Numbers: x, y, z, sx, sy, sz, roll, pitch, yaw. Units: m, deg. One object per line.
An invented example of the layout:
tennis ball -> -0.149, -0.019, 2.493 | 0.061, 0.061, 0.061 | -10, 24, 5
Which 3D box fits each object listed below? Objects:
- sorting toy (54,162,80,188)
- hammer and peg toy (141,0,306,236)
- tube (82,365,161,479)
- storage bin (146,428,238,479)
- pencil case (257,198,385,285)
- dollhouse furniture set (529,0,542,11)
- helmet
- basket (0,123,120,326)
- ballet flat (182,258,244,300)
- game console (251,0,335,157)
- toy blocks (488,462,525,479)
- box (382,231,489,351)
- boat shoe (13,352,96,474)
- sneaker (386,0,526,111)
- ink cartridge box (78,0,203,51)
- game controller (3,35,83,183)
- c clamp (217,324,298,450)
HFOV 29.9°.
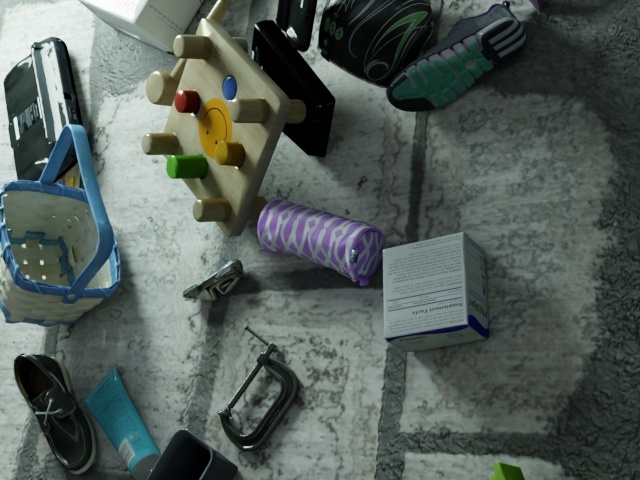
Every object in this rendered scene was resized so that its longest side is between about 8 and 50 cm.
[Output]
sorting toy -> -0.457, -0.124, 2.159 | 0.062, 0.012, 0.083 | -16, 62, 27
hammer and peg toy -> -0.182, -0.214, 1.889 | 0.361, 0.127, 0.266 | 50, 130, 36
tube -> -0.309, 0.286, 1.868 | 0.080, 0.052, 0.207 | -44, 48, 2
storage bin -> -0.190, 0.350, 1.732 | 0.098, 0.091, 0.135 | 28, 86, 38
pencil case -> 0.000, 0.000, 1.772 | 0.206, 0.086, 0.088 | 19, 109, 38
dollhouse furniture set -> 0.320, -0.416, 1.753 | 0.081, 0.091, 0.114 | -30, 52, 0
helmet -> 0.086, -0.332, 1.819 | 0.169, 0.169, 0.161 | 44, 113, 37
basket -> -0.425, -0.013, 1.952 | 0.289, 0.201, 0.255 | -53, 45, 44
ballet flat -> -0.166, 0.072, 1.873 | 0.114, 0.041, 0.041 | -32, 56, 19
game console -> -0.032, -0.310, 1.800 | 0.044, 0.361, 0.213 | -16, 51, -24
toy blocks -> 0.175, 0.491, 1.406 | 0.261, 0.190, 0.381 | -38, 53, 28
box -> 0.157, 0.073, 1.642 | 0.126, 0.072, 0.137 | -13, 63, 28
boat shoe -> -0.433, 0.278, 1.930 | 0.084, 0.079, 0.233 | -40, 55, 10
sneaker -> 0.197, -0.273, 1.779 | 0.223, 0.083, 0.098 | -27, 37, 16
ink cartridge box -> -0.290, -0.501, 2.151 | 0.198, 0.115, 0.273 | 28, 86, 38
game controller -> -0.515, -0.233, 2.216 | 0.166, 0.067, 0.319 | -42, 48, 30
c clamp -> -0.099, 0.225, 1.776 | 0.137, 0.022, 0.161 | 27, 84, 33
